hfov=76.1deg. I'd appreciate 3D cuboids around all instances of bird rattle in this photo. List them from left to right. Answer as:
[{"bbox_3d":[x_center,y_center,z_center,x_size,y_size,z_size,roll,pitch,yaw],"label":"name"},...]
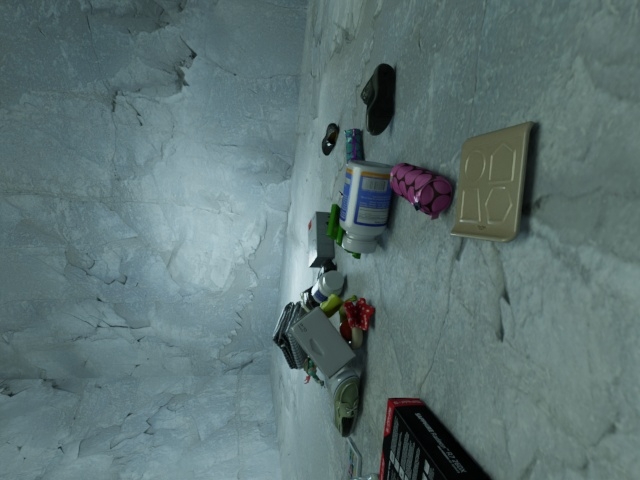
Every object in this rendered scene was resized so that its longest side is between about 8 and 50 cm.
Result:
[{"bbox_3d":[0.116,0.289,1.466,0.253,0.143,0.207,17,115,63],"label":"bird rattle"}]

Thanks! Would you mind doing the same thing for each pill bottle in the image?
[{"bbox_3d":[0.035,0.198,1.752,0.187,0.111,0.112,119,151,-63],"label":"pill bottle"},{"bbox_3d":[0.141,-0.104,1.282,0.152,0.152,0.272,-120,35,-67],"label":"pill bottle"}]

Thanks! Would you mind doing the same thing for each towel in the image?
[{"bbox_3d":[-0.130,0.478,2.066,0.284,0.121,0.235,-70,-33,-58],"label":"towel"}]

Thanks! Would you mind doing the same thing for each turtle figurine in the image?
[{"bbox_3d":[-0.025,0.586,1.934,0.234,0.118,0.175,-110,29,-76],"label":"turtle figurine"}]

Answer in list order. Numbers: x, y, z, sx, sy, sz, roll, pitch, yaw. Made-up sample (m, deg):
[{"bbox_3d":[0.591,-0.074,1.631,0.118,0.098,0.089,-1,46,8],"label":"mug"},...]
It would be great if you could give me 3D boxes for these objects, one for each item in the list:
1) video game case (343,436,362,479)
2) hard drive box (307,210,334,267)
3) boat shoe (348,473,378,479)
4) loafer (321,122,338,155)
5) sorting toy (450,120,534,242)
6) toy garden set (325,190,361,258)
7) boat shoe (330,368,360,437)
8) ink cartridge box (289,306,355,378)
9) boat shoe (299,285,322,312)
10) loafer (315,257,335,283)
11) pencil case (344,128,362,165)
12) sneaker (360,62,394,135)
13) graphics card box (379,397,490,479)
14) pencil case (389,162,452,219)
[{"bbox_3d":[0.114,0.817,1.469,0.143,0.019,0.157,-171,85,-77],"label":"video game case"},{"bbox_3d":[0.000,0.000,2.005,0.181,0.089,0.232,123,148,-64],"label":"hard drive box"},{"bbox_3d":[0.124,0.789,1.289,0.228,0.081,0.079,110,159,-53],"label":"boat shoe"},{"bbox_3d":[0.045,-0.483,1.993,0.061,0.062,0.170,-107,22,-45],"label":"loafer"},{"bbox_3d":[0.321,-0.104,0.771,0.193,0.038,0.208,-159,77,-76],"label":"sorting toy"},{"bbox_3d":[0.085,-0.069,1.414,0.244,0.049,0.204,38,-122,-55],"label":"toy garden set"},{"bbox_3d":[0.099,0.582,1.458,0.094,0.109,0.302,-128,31,-48],"label":"boat shoe"},{"bbox_3d":[-0.003,0.379,1.529,0.226,0.131,0.306,52,166,7],"label":"ink cartridge box"},{"bbox_3d":[-0.033,0.308,2.061,0.092,0.102,0.285,-52,19,4],"label":"boat shoe"},{"bbox_3d":[0.019,0.181,1.923,0.078,0.076,0.223,-95,19,-51],"label":"loafer"},{"bbox_3d":[0.129,-0.360,1.587,0.070,0.064,0.152,81,-174,-70],"label":"pencil case"},{"bbox_3d":[0.182,-0.443,1.339,0.130,0.087,0.228,161,115,-78],"label":"sneaker"},{"bbox_3d":[0.235,0.526,0.852,0.371,0.094,0.233,-147,62,-76],"label":"graphics card box"},{"bbox_3d":[0.239,-0.128,1.010,0.209,0.095,0.098,-113,8,-67],"label":"pencil case"}]
